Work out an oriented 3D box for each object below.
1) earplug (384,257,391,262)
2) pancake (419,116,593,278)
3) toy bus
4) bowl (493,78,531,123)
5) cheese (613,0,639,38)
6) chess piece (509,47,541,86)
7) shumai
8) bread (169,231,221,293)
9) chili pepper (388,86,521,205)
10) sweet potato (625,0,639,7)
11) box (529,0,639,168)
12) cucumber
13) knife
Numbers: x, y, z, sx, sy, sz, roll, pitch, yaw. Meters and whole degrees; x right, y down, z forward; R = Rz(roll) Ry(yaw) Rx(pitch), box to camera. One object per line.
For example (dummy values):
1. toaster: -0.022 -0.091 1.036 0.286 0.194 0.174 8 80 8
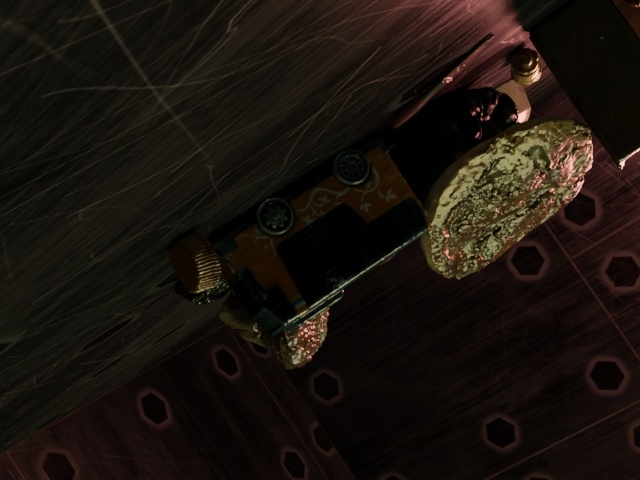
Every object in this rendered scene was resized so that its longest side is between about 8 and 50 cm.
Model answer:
1. earplug: -0.017 0.005 1.937 0.185 0.185 0.324 -31 -178 -42
2. pancake: 0.317 -0.079 1.752 0.356 0.065 0.356 -23 148 -16
3. toy bus: 0.000 0.000 1.667 0.323 0.194 0.162 -34 177 -16
4. bowl: 0.386 -0.263 2.304 0.211 0.112 0.211 -32 177 -2
5. cheese: 0.617 -0.374 1.909 0.233 0.127 0.266 17 161 -32
6. chess piece: 0.377 -0.322 1.893 0.060 0.060 0.172 -35 174 11
7. shumai: -0.084 0.123 1.837 0.166 0.176 0.205 -45 143 -49
8. bread: -0.169 0.029 1.435 0.053 0.085 0.085 -23 171 -31
9. chili pepper: 0.258 -0.145 1.921 0.257 0.233 0.249 -28 164 36
10. sweet potato: 0.568 -0.458 1.764 0.226 0.068 0.068 -48 -176 -30
11. box: 0.489 -0.276 1.728 0.143 0.273 0.184 -35 177 22
12. cucumber: -0.141 0.028 1.804 0.265 0.077 0.077 -38 175 24
13. knife: 0.184 -0.238 1.556 0.035 0.018 0.247 -27 171 -44
